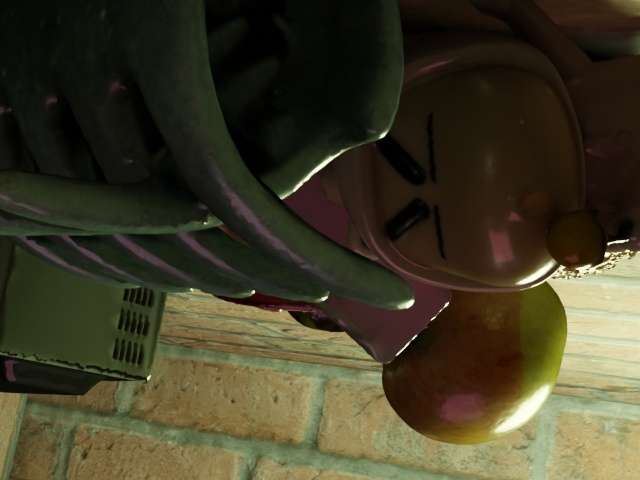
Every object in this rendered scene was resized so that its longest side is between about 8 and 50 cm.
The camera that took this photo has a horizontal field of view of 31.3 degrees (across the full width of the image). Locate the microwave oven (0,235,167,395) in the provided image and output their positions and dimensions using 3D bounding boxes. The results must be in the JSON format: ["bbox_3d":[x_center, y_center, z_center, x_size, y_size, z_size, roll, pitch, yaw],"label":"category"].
[{"bbox_3d":[-0.338,0.029,1.301,0.218,0.286,0.355,19,162,-41],"label":"microwave oven"}]

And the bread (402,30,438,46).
[{"bbox_3d":[0.054,-0.107,0.782,0.367,0.084,0.077,9,-150,-2],"label":"bread"}]

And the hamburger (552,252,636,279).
[{"bbox_3d":[0.178,-0.027,0.972,0.210,0.116,0.173,16,165,-28],"label":"hamburger"}]

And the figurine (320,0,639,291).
[{"bbox_3d":[0.139,-0.055,0.653,0.287,0.176,0.186,2,-164,6],"label":"figurine"}]

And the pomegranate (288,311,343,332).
[{"bbox_3d":[0.015,0.041,1.405,0.148,0.149,0.169,8,162,11],"label":"pomegranate"}]

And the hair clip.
[{"bbox_3d":[-0.089,-0.105,0.538,0.392,0.238,0.318,18,168,-37],"label":"hair clip"}]

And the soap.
[{"bbox_3d":[-0.001,-0.017,0.895,0.181,0.081,0.259,42,-176,-8],"label":"soap"}]

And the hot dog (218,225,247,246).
[{"bbox_3d":[-0.085,-0.041,1.086,0.242,0.084,0.073,23,161,5],"label":"hot dog"}]

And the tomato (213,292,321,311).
[{"bbox_3d":[0.000,0.000,1.201,0.200,0.140,0.233,9,-170,36],"label":"tomato"}]

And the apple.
[{"bbox_3d":[0.189,0.134,1.428,0.194,0.261,0.261,14,168,-11],"label":"apple"}]
